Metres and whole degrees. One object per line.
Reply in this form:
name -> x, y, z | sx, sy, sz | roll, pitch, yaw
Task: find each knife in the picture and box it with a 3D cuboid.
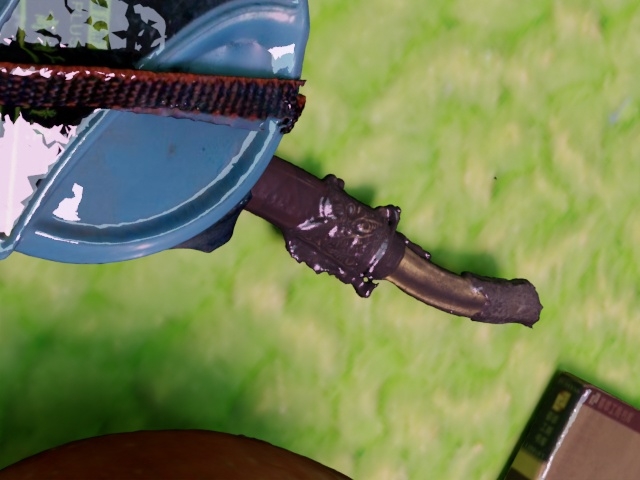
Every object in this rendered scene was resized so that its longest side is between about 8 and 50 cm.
knife -> 0.002, -0.006, 0.528 | 0.222, 0.021, 0.046 | 15, 97, -36

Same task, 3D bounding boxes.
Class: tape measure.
tape measure -> -0.069, -0.058, 0.415 | 0.146, 0.081, 0.125 | 2, 101, -32

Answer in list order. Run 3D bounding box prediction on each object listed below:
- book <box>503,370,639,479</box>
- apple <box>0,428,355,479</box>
book -> 0.108, 0.187, 0.681 | 0.161, 0.026, 0.231 | 29, 89, -40
apple -> -0.038, 0.197, 0.461 | 0.251, 0.206, 0.272 | -9, 114, -31
